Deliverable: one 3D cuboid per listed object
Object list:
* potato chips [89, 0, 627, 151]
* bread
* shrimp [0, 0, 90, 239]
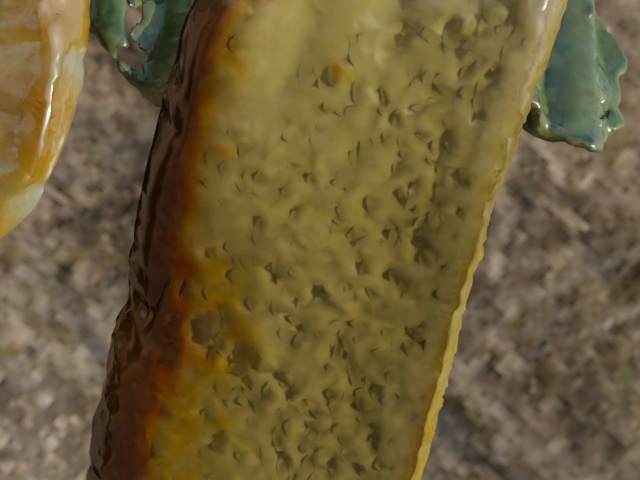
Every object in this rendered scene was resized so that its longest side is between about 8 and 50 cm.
[{"bbox_3d":[0.017,-0.218,1.113,0.373,0.097,0.389,-4,71,-34],"label":"potato chips"},{"bbox_3d":[0.000,0.000,0.653,0.114,0.274,0.185,17,21,0],"label":"bread"},{"bbox_3d":[-0.243,-0.193,0.943,0.272,0.445,0.085,3,-5,-1],"label":"shrimp"}]
